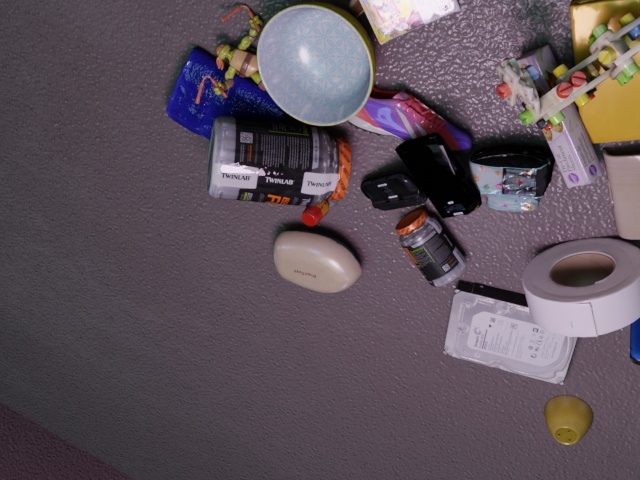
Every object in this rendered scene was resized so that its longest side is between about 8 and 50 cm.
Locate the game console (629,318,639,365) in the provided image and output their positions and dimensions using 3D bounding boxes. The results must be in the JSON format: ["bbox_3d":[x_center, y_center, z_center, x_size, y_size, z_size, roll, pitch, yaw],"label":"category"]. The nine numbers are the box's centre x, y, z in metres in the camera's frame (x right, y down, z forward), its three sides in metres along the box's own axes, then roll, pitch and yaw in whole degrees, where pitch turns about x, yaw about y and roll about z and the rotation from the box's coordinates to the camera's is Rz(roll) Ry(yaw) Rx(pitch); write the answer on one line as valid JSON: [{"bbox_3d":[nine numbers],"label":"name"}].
[{"bbox_3d":[0.862,0.266,1.796,0.250,0.293,0.173,5,122,20],"label":"game console"}]

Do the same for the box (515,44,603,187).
[{"bbox_3d":[0.534,-0.275,1.701,0.067,0.063,0.323,-6,115,56],"label":"box"}]

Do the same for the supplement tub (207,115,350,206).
[{"bbox_3d":[-0.107,-0.194,1.901,0.338,0.207,0.207,4,126,-12],"label":"supplement tub"}]

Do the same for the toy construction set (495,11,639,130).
[{"bbox_3d":[0.509,-0.329,1.534,0.328,0.215,0.151,-20,84,-3],"label":"toy construction set"}]

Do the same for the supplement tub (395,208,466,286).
[{"bbox_3d":[0.286,0.017,1.985,0.117,0.117,0.190,-27,107,33],"label":"supplement tub"}]

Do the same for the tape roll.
[{"bbox_3d":[0.628,0.107,1.797,0.286,0.286,0.100,-7,118,26],"label":"tape roll"}]

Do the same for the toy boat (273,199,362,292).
[{"bbox_3d":[0.000,0.000,2.091,0.268,0.148,0.318,18,133,17],"label":"toy boat"}]

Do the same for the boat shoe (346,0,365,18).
[{"bbox_3d":[0.197,-0.581,1.643,0.324,0.122,0.120,-34,107,35],"label":"boat shoe"}]

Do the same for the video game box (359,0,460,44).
[{"bbox_3d":[0.168,-0.540,1.586,0.187,0.048,0.205,-19,120,20],"label":"video game box"}]

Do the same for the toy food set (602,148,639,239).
[{"bbox_3d":[0.809,-0.119,1.714,0.306,0.092,0.219,-2,121,33],"label":"toy food set"}]

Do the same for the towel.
[{"bbox_3d":[-0.250,-0.338,2.005,0.308,0.076,0.227,31,128,1],"label":"towel"}]

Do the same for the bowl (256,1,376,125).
[{"bbox_3d":[0.011,-0.432,1.784,0.290,0.156,0.289,13,127,17],"label":"bowl"}]

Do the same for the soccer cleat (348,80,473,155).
[{"bbox_3d":[0.220,-0.294,1.826,0.319,0.108,0.116,21,122,12],"label":"soccer cleat"}]

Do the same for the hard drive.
[{"bbox_3d":[0.519,0.252,2.072,0.339,0.064,0.236,14,124,14],"label":"hard drive"}]

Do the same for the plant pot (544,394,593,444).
[{"bbox_3d":[0.698,0.520,2.147,0.134,0.095,0.134,10,123,16],"label":"plant pot"}]

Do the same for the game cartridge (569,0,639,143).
[{"bbox_3d":[0.693,-0.371,1.619,0.286,0.052,0.323,-2,122,23],"label":"game cartridge"}]

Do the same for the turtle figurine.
[{"bbox_3d":[-0.182,-0.428,1.902,0.217,0.087,0.269,28,95,-3],"label":"turtle figurine"}]

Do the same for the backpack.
[{"bbox_3d":[0.442,-0.151,1.785,0.189,0.166,0.144,12,120,19],"label":"backpack"}]

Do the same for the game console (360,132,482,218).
[{"bbox_3d":[0.219,-0.142,1.864,0.213,0.044,0.361,53,151,-18],"label":"game console"}]
